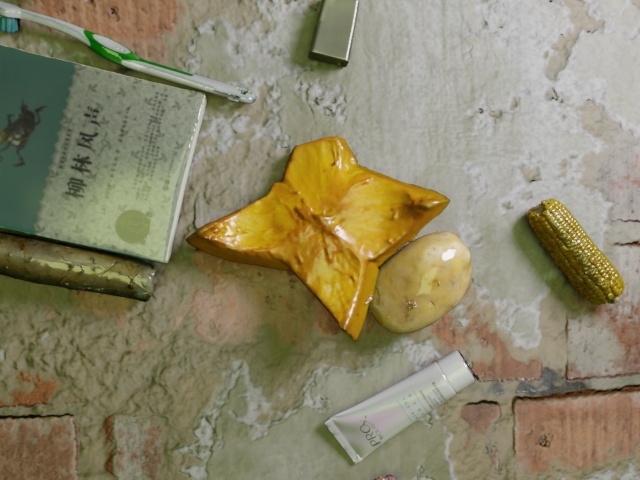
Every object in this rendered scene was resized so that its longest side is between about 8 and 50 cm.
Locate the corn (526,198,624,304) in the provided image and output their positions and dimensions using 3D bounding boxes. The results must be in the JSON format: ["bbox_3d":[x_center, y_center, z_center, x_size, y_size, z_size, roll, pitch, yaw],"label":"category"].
[{"bbox_3d":[0.401,0.021,0.941,0.068,0.068,0.207,-42,97,0],"label":"corn"}]

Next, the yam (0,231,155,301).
[{"bbox_3d":[-0.399,0.033,0.878,0.317,0.067,0.071,12,131,-8],"label":"yam"}]

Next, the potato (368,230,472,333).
[{"bbox_3d":[0.151,0.066,0.905,0.178,0.109,0.118,-40,117,5],"label":"potato"}]

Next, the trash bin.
[{"bbox_3d":[0.022,-0.315,0.898,0.061,0.043,0.092,13,90,-5],"label":"trash bin"}]

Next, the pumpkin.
[{"bbox_3d":[-0.003,-0.026,0.876,0.290,0.095,0.258,33,88,10],"label":"pumpkin"}]

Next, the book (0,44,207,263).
[{"bbox_3d":[-0.380,-0.132,0.873,0.379,0.031,0.264,12,85,-5],"label":"book"}]

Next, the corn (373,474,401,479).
[{"bbox_3d":[0.060,0.507,0.943,0.092,0.092,0.280,20,91,-6],"label":"corn"}]

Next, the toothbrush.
[{"bbox_3d":[-0.294,-0.276,0.874,0.418,0.042,0.040,16,123,-5],"label":"toothbrush"}]

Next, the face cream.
[{"bbox_3d":[0.131,0.257,0.949,0.243,0.058,0.092,-34,101,5],"label":"face cream"}]
